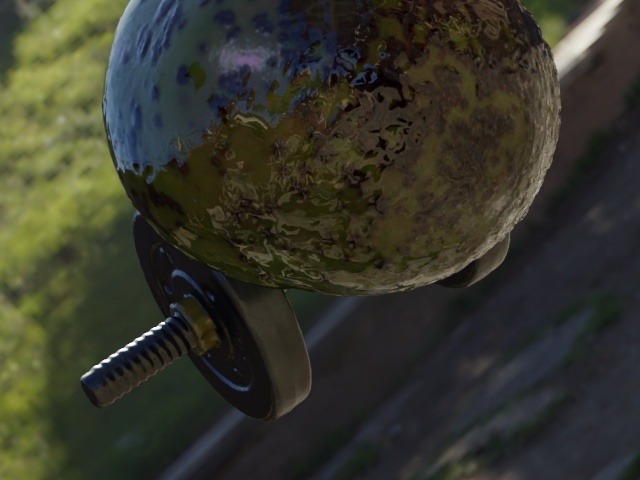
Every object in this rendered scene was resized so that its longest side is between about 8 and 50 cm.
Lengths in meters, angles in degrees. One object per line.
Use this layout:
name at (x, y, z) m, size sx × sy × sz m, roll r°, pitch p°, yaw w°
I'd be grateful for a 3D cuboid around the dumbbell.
dumbbell at (0.000, 0.000, 1.125) m, size 0.325 × 0.143 × 0.143 m, roll -33°, pitch 1°, yaw -21°

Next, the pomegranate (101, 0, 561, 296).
pomegranate at (0.014, -0.097, 0.915) m, size 0.214 × 0.214 × 0.247 m, roll -72°, pitch -6°, yaw -82°
